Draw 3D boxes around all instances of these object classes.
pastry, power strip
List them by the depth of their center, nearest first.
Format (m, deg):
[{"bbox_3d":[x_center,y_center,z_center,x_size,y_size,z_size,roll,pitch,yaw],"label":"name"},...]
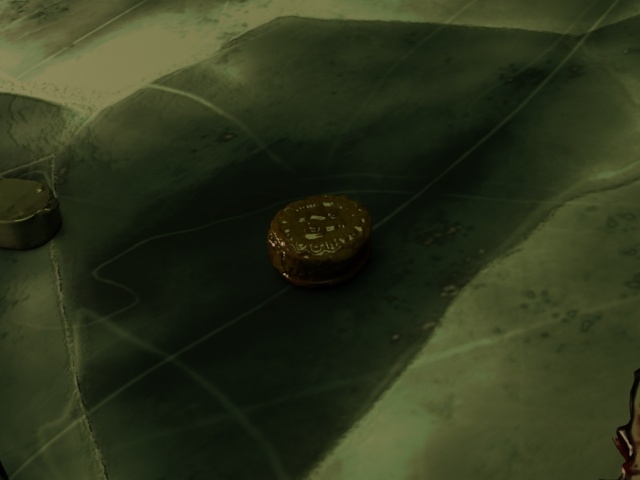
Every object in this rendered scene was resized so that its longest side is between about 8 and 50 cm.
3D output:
[{"bbox_3d":[0.000,0.000,1.206,0.097,0.057,0.109,-19,40,-15],"label":"pastry"},{"bbox_3d":[-0.399,-0.037,1.386,0.286,0.048,0.080,5,44,23],"label":"power strip"}]

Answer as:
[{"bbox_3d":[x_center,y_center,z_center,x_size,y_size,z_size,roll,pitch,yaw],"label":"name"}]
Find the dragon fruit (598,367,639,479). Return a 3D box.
[{"bbox_3d":[0.360,0.127,0.863,0.344,0.100,0.282,-25,55,0],"label":"dragon fruit"}]

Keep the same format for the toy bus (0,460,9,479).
[{"bbox_3d":[-0.343,0.210,1.052,0.172,0.057,0.072,-4,48,14],"label":"toy bus"}]
